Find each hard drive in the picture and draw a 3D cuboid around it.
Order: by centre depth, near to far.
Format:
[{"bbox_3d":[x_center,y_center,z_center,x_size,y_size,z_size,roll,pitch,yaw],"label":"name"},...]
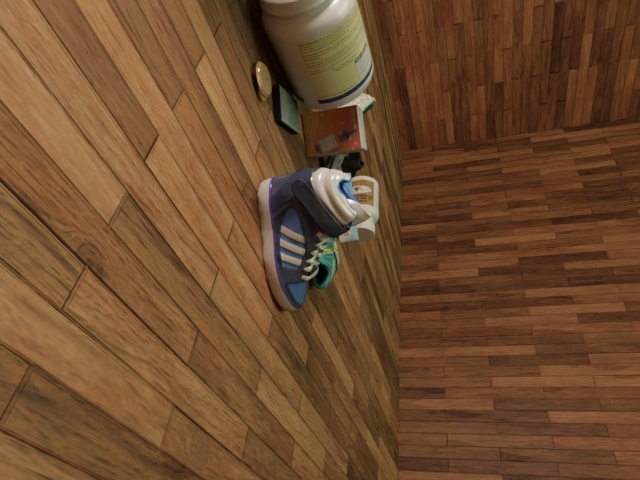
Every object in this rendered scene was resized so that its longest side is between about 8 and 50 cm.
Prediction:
[{"bbox_3d":[-0.089,-0.341,1.257,0.135,0.022,0.094,6,78,-73],"label":"hard drive"}]

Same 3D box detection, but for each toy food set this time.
[{"bbox_3d":[-0.135,-0.373,1.115,0.082,0.020,0.083,-80,157,-44],"label":"toy food set"}]

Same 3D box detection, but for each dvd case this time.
[{"bbox_3d":[0.066,-0.312,1.637,0.164,0.018,0.221,-67,172,18],"label":"dvd case"}]

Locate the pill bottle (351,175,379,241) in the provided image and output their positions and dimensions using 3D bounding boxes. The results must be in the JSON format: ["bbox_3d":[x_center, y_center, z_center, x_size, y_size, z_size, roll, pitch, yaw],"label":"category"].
[{"bbox_3d":[0.157,-0.120,1.823,0.131,0.131,0.229,59,30,-55],"label":"pill bottle"}]

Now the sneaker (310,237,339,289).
[{"bbox_3d":[-0.009,0.018,1.285,0.110,0.107,0.275,-66,148,-43],"label":"sneaker"}]

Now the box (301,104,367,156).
[{"bbox_3d":[0.043,-0.324,1.436,0.091,0.170,0.130,-25,108,-73],"label":"box"}]

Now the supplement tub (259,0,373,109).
[{"bbox_3d":[-0.008,-0.522,1.212,0.325,0.235,0.235,59,30,-56],"label":"supplement tub"}]

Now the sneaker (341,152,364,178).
[{"bbox_3d":[0.132,-0.283,1.866,0.170,0.089,0.051,68,23,-43],"label":"sneaker"}]

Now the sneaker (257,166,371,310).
[{"bbox_3d":[0.000,0.000,1.068,0.130,0.236,0.322,-40,122,-70],"label":"sneaker"}]

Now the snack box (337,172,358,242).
[{"bbox_3d":[0.058,-0.108,1.449,0.322,0.060,0.187,-110,-167,-82],"label":"snack box"}]

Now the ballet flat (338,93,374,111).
[{"bbox_3d":[0.116,-0.523,1.835,0.409,0.147,0.147,-56,138,-65],"label":"ballet flat"}]
